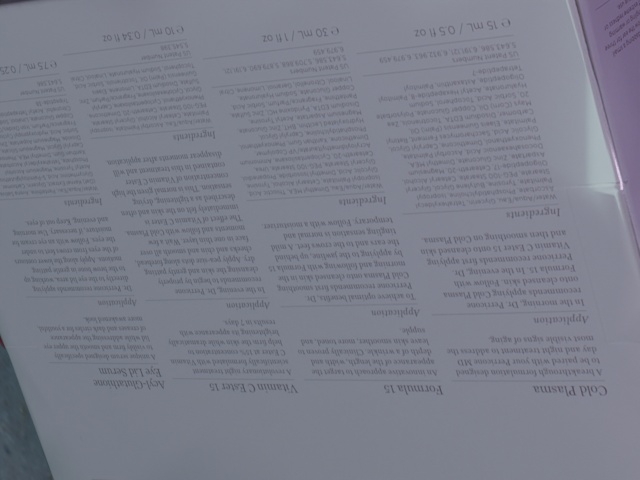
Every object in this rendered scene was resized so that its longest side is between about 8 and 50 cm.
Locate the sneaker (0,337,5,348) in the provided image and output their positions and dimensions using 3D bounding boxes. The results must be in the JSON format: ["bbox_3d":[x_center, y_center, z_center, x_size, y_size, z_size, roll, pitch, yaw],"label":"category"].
[{"bbox_3d":[-0.172,-0.070,1.077,0.112,0.121,0.299,-142,32,-69],"label":"sneaker"}]

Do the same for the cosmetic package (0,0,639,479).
[{"bbox_3d":[0.000,0.000,0.904,0.377,0.097,0.284,-2,111,36],"label":"cosmetic package"}]
